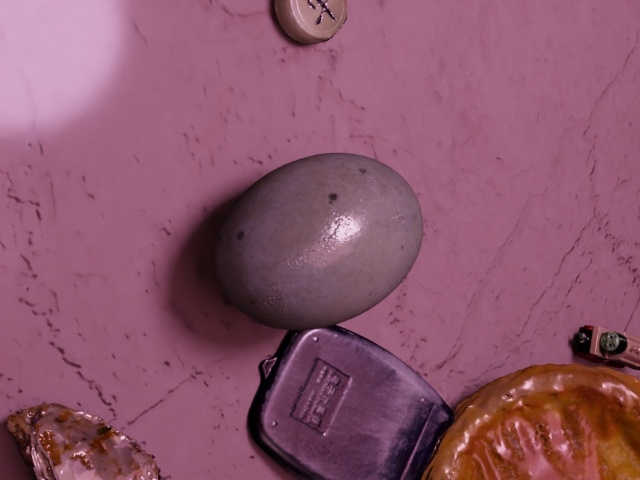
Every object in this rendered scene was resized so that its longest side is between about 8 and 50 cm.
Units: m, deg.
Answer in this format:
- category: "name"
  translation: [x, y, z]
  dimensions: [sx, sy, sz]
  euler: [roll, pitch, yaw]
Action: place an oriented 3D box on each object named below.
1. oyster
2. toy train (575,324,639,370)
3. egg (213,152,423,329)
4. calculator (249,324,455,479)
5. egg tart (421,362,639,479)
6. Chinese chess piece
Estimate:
- category: "oyster"
  translation: [-0.218, 0.215, 0.836]
  dimensions: [0.177, 0.056, 0.105]
  euler: [43, 55, -32]
- category: "toy train"
  translation: [0.431, 0.157, 1.331]
  dimensions: [0.138, 0.087, 0.050]
  euler: [20, 77, -38]
- category: "egg"
  translation: [0.000, 0.000, 0.924]
  dimensions: [0.236, 0.169, 0.169]
  euler: [-21, 105, -32]
- category: "calculator"
  translation: [0.037, 0.201, 1.039]
  dimensions: [0.268, 0.040, 0.177]
  euler: [33, 72, -23]
- category: "egg tart"
  translation: [0.301, 0.343, 1.126]
  dimensions: [0.169, 0.388, 0.388]
  euler: [81, 34, -69]
- category: "Chinese chess piece"
  translation: [-0.010, -0.254, 0.989]
  dimensions: [0.084, 0.034, 0.084]
  euler: [-1, 92, -38]
